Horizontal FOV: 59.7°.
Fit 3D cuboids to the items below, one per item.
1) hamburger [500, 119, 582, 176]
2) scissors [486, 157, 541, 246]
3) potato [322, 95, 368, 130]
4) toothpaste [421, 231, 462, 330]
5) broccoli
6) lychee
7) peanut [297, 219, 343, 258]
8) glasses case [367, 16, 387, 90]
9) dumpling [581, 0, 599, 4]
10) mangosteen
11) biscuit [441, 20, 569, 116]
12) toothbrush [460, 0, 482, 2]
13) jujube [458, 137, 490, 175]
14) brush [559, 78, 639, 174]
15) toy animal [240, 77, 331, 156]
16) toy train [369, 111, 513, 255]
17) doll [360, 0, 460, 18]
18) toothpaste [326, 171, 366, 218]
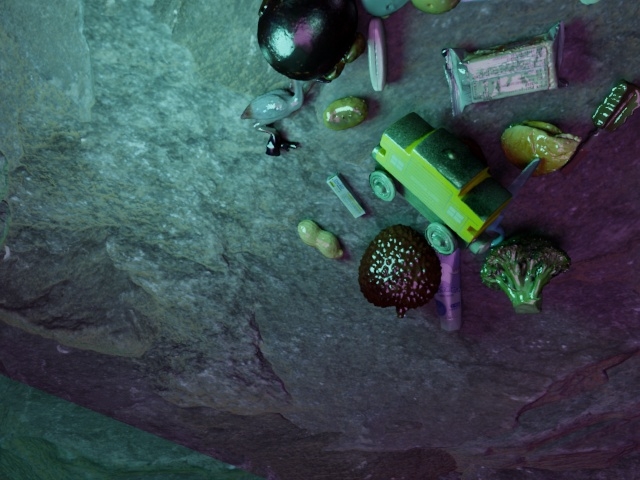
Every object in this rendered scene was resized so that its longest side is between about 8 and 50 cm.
[{"bbox_3d":[0.583,-0.248,1.497,0.155,0.208,0.136,25,100,-10],"label":"hamburger"},{"bbox_3d":[0.518,-0.099,1.621,0.192,0.029,0.447,10,149,-8],"label":"scissors"},{"bbox_3d":[0.075,-0.372,1.630,0.137,0.070,0.092,-11,125,21],"label":"potato"},{"bbox_3d":[0.424,0.131,1.892,0.125,0.080,0.372,-5,113,16],"label":"toothpaste"},{"bbox_3d":[0.633,0.099,1.722,0.269,0.242,0.261,-10,146,39],"label":"broccoli"},{"bbox_3d":[0.256,0.099,1.783,0.275,0.275,0.305,-3,97,15],"label":"lychee"},{"bbox_3d":[0.000,0.000,1.892,0.187,0.082,0.082,32,124,-10],"label":"peanut"},{"bbox_3d":[0.156,-0.506,1.520,0.049,0.074,0.194,1,123,16],"label":"glasses case"},{"bbox_3d":[0.657,-0.704,1.192,0.320,0.212,0.270,-40,105,20],"label":"dumpling"},{"bbox_3d":[-0.021,-0.539,1.428,0.287,0.288,0.288,6,124,9],"label":"mangosteen"},{"bbox_3d":[0.489,-0.453,1.476,0.308,0.079,0.186,-9,118,19],"label":"biscuit"},{"bbox_3d":[0.424,-0.616,1.418,0.219,0.019,0.016,1,128,13],"label":"toothbrush"},{"bbox_3d":[0.431,-0.211,1.630,0.112,0.109,0.176,-22,117,25],"label":"jujube"},{"bbox_3d":[0.759,-0.294,1.530,0.084,0.071,0.301,22,131,-6],"label":"brush"},{"bbox_3d":[-0.116,-0.397,1.647,0.195,0.091,0.324,23,134,-11],"label":"toy animal"},{"bbox_3d":[0.320,-0.157,1.549,0.442,0.179,0.272,45,153,17],"label":"toy train"},{"bbox_3d":[0.230,-0.632,1.359,0.260,0.177,0.162,1,119,15],"label":"doll"},{"bbox_3d":[0.087,-0.145,1.800,0.046,0.034,0.164,-29,112,28],"label":"toothpaste"}]
